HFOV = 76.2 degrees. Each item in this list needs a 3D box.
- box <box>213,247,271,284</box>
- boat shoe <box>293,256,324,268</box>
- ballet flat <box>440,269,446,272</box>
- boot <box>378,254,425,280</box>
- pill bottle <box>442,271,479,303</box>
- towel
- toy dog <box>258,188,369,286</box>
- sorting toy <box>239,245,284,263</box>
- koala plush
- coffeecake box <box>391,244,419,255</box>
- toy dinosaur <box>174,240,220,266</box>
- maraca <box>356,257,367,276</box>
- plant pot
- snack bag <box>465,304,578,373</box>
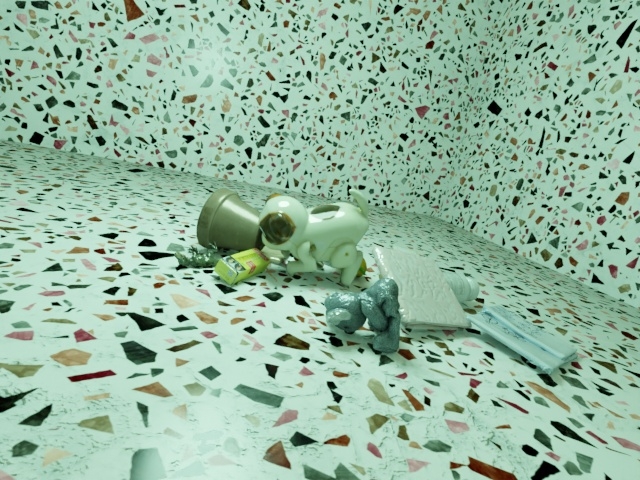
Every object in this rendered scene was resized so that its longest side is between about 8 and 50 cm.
[{"bbox_3d":[-0.278,0.090,1.482,0.087,0.058,0.232,39,20,14],"label":"box"},{"bbox_3d":[-0.051,0.091,1.757,0.137,0.049,0.043,18,16,-3],"label":"boat shoe"},{"bbox_3d":[0.512,0.168,1.966,0.207,0.073,0.067,11,42,-1],"label":"ballet flat"},{"bbox_3d":[0.357,0.102,1.796,0.211,0.104,0.295,-18,22,10],"label":"boot"},{"bbox_3d":[0.545,0.200,1.706,0.230,0.131,0.131,6,16,-28],"label":"pill bottle"},{"bbox_3d":[0.358,0.177,1.475,0.317,0.053,0.331,12,40,-31],"label":"towel"},{"bbox_3d":[-0.037,-0.033,1.565,0.408,0.395,0.284,12,42,-21],"label":"toy dog"},{"bbox_3d":[-0.237,0.045,1.792,0.193,0.038,0.208,15,19,6],"label":"sorting toy"},{"bbox_3d":[0.117,0.208,1.224,0.222,0.203,0.196,1,14,1],"label":"koala plush"},{"bbox_3d":[0.447,0.090,2.160,0.143,0.068,0.185,15,14,5],"label":"coffeecake box"},{"bbox_3d":[-0.422,0.058,1.513,0.268,0.064,0.118,5,34,-39],"label":"toy dinosaur"},{"bbox_3d":[0.142,0.104,1.776,0.127,0.099,0.186,46,-5,-5],"label":"maraca"},{"bbox_3d":[-0.331,-0.057,1.648,0.230,0.262,0.263,20,15,13],"label":"plant pot"},{"bbox_3d":[0.711,0.332,1.448,0.343,0.037,0.323,4,23,-45],"label":"snack bag"}]
